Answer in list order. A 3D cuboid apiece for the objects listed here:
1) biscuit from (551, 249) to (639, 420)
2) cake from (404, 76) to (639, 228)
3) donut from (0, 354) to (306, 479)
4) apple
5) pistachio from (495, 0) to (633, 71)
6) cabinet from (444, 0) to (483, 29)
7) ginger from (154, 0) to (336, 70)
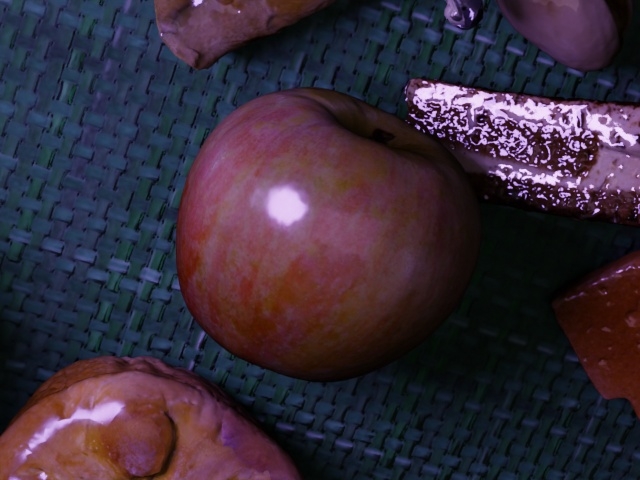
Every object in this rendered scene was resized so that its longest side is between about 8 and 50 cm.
[{"bbox_3d":[0.370,0.098,1.342,0.306,0.043,0.284,19,116,5],"label":"biscuit"},{"bbox_3d":[0.204,-0.080,1.302,0.246,0.135,0.112,9,94,20],"label":"cake"},{"bbox_3d":[-0.156,0.257,1.298,0.299,0.150,0.317,-14,107,-3],"label":"donut"},{"bbox_3d":[0.000,0.000,1.189,0.257,0.257,0.234,26,107,-13],"label":"apple"},{"bbox_3d":[0.212,-0.211,1.234,0.113,0.113,0.149,-37,114,5],"label":"pistachio"},{"bbox_3d":[0.139,-0.382,1.063,0.318,0.227,0.290,46,69,-18],"label":"cabinet"},{"bbox_3d":[-0.025,-0.248,1.187,0.263,0.109,0.116,-37,110,5],"label":"ginger"}]
